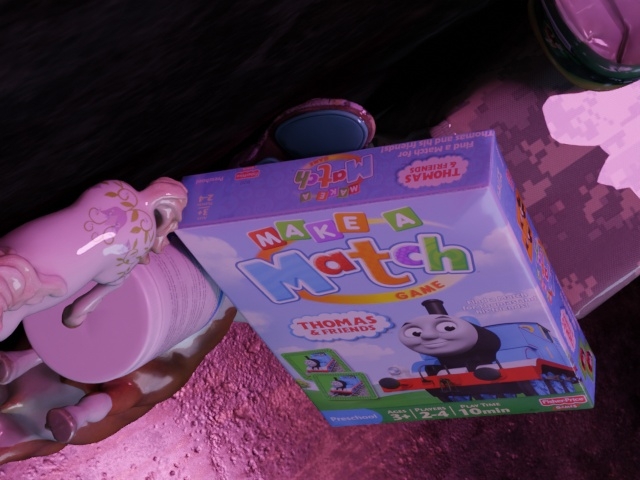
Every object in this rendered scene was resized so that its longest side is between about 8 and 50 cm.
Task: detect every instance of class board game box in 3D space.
[{"bbox_3d":[0.042,0.030,0.688,0.160,0.211,0.039,-7,-128,22],"label":"board game box"}]

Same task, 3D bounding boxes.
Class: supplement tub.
[{"bbox_3d":[-0.095,0.026,0.663,0.071,0.071,0.107,-32,179,17],"label":"supplement tub"}]

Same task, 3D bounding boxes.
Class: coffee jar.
[{"bbox_3d":[0.150,-0.118,0.625,0.096,0.079,0.184,-31,180,9],"label":"coffee jar"}]

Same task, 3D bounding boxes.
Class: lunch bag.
[{"bbox_3d":[0.162,-0.075,0.870,0.235,0.169,0.287,-35,-170,-6],"label":"lunch bag"}]

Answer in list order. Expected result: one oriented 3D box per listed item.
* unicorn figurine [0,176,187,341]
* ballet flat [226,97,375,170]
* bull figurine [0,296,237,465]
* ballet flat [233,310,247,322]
[{"bbox_3d":[-0.110,0.019,0.492,0.162,0.060,0.111,-50,-170,-34],"label":"unicorn figurine"},{"bbox_3d":[-0.011,-0.049,0.656,0.041,0.041,0.114,-31,179,-44],"label":"ballet flat"},{"bbox_3d":[-0.169,0.090,0.932,0.310,0.101,0.188,-35,173,38],"label":"bull figurine"},{"bbox_3d":[0.000,0.000,1.097,0.348,0.123,0.123,-31,179,-6],"label":"ballet flat"}]
